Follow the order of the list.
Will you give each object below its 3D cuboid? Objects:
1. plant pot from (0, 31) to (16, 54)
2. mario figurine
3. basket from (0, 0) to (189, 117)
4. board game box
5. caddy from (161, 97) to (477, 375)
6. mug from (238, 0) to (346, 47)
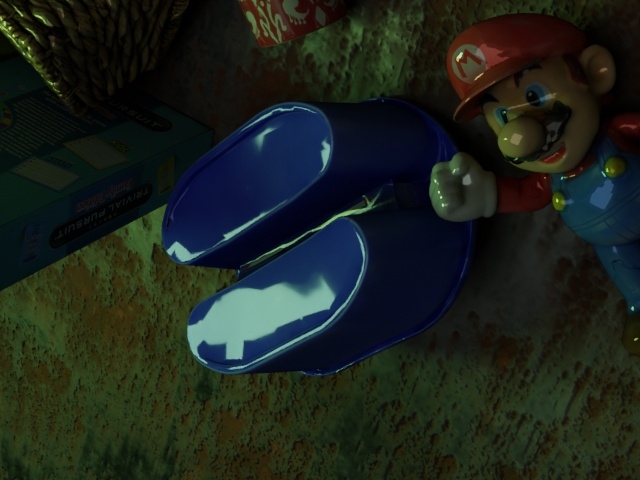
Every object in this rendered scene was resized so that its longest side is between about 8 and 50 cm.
[{"bbox_3d":[-0.431,-0.277,1.341,0.134,0.095,0.134,16,120,29],"label":"plant pot"},{"bbox_3d":[0.213,-0.043,0.920,0.198,0.170,0.320,-40,93,0],"label":"mario figurine"},{"bbox_3d":[-0.270,-0.310,1.186,0.299,0.223,0.213,46,173,16],"label":"basket"},{"bbox_3d":[-0.319,-0.088,1.190,0.254,0.336,0.079,29,126,22],"label":"board game box"},{"bbox_3d":[0.000,0.000,1.110,0.341,0.179,0.241,-30,68,42],"label":"caddy"},{"bbox_3d":[-0.045,-0.282,1.067,0.113,0.150,0.169,-21,106,4],"label":"mug"}]
